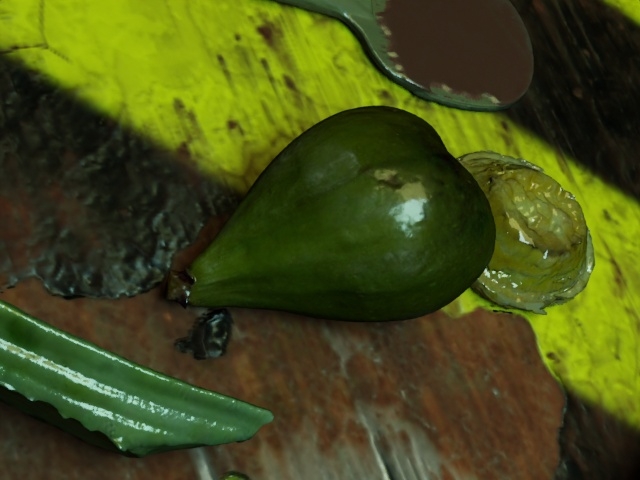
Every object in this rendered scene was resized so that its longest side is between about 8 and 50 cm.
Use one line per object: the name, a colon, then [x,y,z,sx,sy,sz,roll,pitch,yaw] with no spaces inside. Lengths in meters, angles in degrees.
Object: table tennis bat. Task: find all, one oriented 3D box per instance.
table tennis bat: [0.055,-0.160,0.953,0.235,0.022,0.131,10,60,-25]

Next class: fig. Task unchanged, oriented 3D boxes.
fig: [0.012,-0.005,0.778,0.185,0.127,0.132,-23,90,-40]

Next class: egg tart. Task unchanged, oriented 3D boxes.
egg tart: [0.136,-0.014,0.897,0.129,0.049,0.128,14,56,-22]

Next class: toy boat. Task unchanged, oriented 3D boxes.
toy boat: [-0.164,0.045,0.674,0.293,0.093,0.055,29,72,-11]
